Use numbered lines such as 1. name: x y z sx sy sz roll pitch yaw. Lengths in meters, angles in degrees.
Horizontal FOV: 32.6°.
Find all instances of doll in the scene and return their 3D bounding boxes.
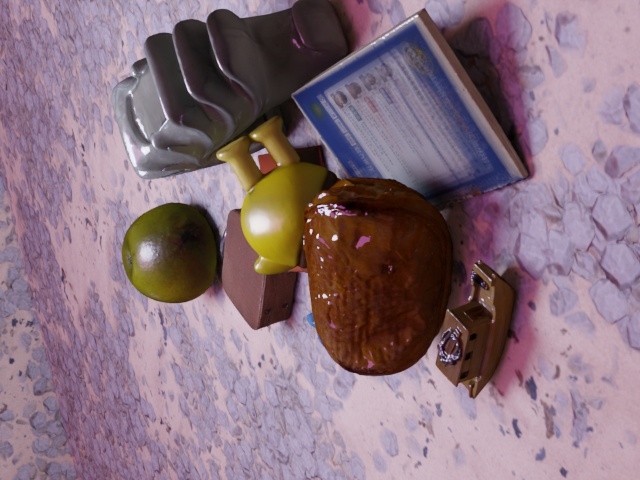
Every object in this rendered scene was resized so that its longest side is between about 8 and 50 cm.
1. doll: 0.000 0.000 1.535 0.363 0.199 0.145 57 -176 -9

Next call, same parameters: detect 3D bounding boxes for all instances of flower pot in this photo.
1. flower pot: -0.141 -0.220 1.561 0.367 0.254 0.164 -37 69 60

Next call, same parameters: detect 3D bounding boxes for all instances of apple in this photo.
1. apple: -0.283 0.026 2.035 0.196 0.157 0.196 172 90 -66

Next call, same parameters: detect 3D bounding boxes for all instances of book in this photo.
1. book: 0.100 -0.137 1.360 0.228 0.018 0.322 55 151 -9

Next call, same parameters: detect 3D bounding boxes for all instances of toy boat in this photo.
1. toy boat: 0.187 0.111 1.341 0.057 0.077 0.200 47 141 41

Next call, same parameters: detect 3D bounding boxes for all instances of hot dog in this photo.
1. hot dog: 0.069 0.045 1.402 0.196 0.122 0.272 2 124 14

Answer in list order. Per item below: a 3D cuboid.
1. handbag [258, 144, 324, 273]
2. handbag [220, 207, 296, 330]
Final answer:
1. handbag: -0.034 -0.044 1.666 0.127 0.063 0.190 1 102 60
2. handbag: -0.104 0.037 1.816 0.151 0.072 0.193 48 144 38
